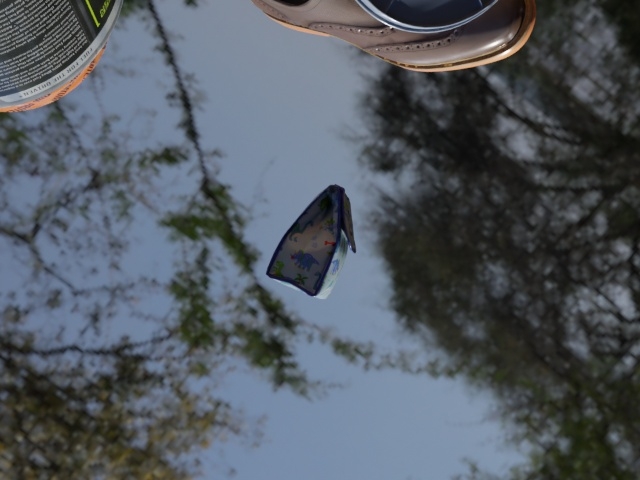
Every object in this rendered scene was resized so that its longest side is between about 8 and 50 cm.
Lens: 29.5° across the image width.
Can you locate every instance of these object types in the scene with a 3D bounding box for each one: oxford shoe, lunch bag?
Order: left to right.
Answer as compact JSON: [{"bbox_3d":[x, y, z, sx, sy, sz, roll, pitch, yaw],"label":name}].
[{"bbox_3d":[0.000,0.000,1.669,0.096,0.151,0.129,23,177,7],"label":"lunch bag"},{"bbox_3d":[0.059,-0.272,1.369,0.363,0.130,0.132,12,-179,27],"label":"oxford shoe"}]

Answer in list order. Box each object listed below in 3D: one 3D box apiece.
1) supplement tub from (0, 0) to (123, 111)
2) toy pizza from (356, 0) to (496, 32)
[{"bbox_3d":[-0.226,-0.198,0.747,0.193,0.193,0.316,40,170,8],"label":"supplement tub"},{"bbox_3d":[0.090,-0.267,0.968,0.201,0.201,0.032,30,-176,-34],"label":"toy pizza"}]
